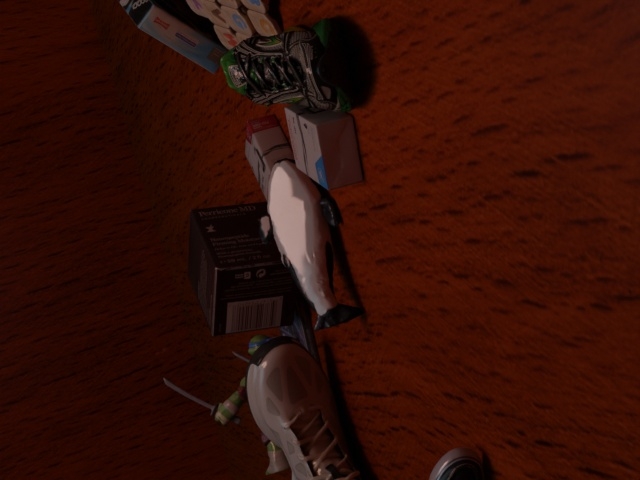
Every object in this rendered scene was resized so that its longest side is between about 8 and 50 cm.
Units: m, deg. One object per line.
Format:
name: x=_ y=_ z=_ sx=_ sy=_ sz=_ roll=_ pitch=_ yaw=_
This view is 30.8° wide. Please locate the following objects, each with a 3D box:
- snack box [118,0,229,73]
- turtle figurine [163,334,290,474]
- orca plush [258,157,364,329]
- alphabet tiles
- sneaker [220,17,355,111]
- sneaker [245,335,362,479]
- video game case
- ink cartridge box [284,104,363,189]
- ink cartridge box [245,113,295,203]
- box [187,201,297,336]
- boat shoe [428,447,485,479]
snack box: x=-0.316 y=-0.457 z=2.326 sx=0.187 sy=0.060 sz=0.322 roll=28 pitch=-166 yaw=-36
turtle figurine: x=-0.121 y=0.334 z=2.362 sx=0.266 sy=0.275 sz=0.198 roll=68 pitch=-162 yaw=4
orca plush: x=0.000 y=0.000 z=1.941 sx=0.151 sy=0.102 sz=0.287 roll=-36 pitch=78 yaw=27
alphabet tiles: x=-0.178 y=-0.421 z=1.934 sx=0.278 sy=0.021 sz=0.284 roll=28 pitch=155 yaw=46
sneaker: x=-0.049 y=-0.238 z=1.679 sx=0.343 sy=0.146 sz=0.134 roll=-161 pitch=55 yaw=-70
sneaker: x=0.023 y=0.394 z=2.148 sx=0.257 sy=0.169 sz=0.447 roll=22 pitch=136 yaw=60
video game case: x=-0.047 y=0.202 z=2.364 sx=0.196 sy=0.026 sz=0.274 roll=-152 pitch=48 yaw=-69
ink cartridge box: x=-0.002 y=-0.152 z=1.764 sx=0.180 sy=0.060 sz=0.104 roll=-140 pitch=36 yaw=-63
ink cartridge box: x=-0.086 y=-0.141 z=2.073 sx=0.099 sy=0.056 sz=0.135 roll=98 pitch=151 yaw=-55
box: x=-0.153 y=0.053 z=2.244 sx=0.203 sy=0.169 sz=0.167 roll=-120 pitch=29 yaw=-49
boat shoe: x=0.176 y=0.395 z=1.585 sx=0.076 sy=0.080 sz=0.228 roll=-110 pitch=35 yaw=-65
